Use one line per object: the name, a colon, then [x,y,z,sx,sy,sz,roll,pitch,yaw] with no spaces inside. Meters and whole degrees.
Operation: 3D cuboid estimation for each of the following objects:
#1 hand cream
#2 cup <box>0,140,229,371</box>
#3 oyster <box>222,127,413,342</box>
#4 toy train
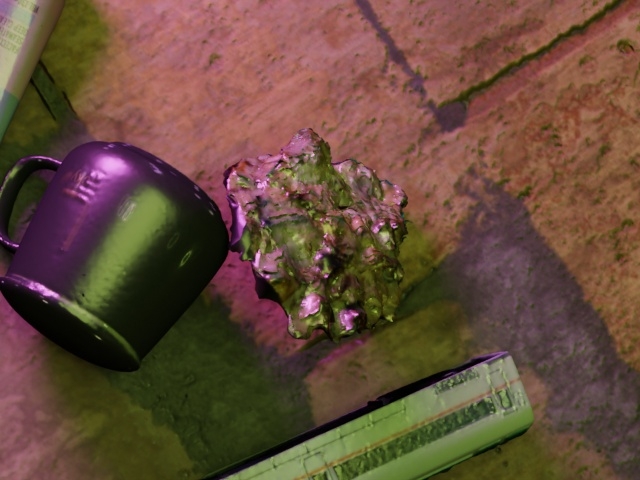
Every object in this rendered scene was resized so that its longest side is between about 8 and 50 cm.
hand cream: [-0.316,-0.146,1.577,0.111,0.070,0.312,25,74,-3]
cup: [-0.205,0.007,1.540,0.223,0.169,0.176,24,76,25]
oyster: [0.006,-0.004,1.593,0.198,0.092,0.259,60,24,6]
toy train: [0.003,0.214,1.585,0.407,0.086,0.088,-21,90,-21]
